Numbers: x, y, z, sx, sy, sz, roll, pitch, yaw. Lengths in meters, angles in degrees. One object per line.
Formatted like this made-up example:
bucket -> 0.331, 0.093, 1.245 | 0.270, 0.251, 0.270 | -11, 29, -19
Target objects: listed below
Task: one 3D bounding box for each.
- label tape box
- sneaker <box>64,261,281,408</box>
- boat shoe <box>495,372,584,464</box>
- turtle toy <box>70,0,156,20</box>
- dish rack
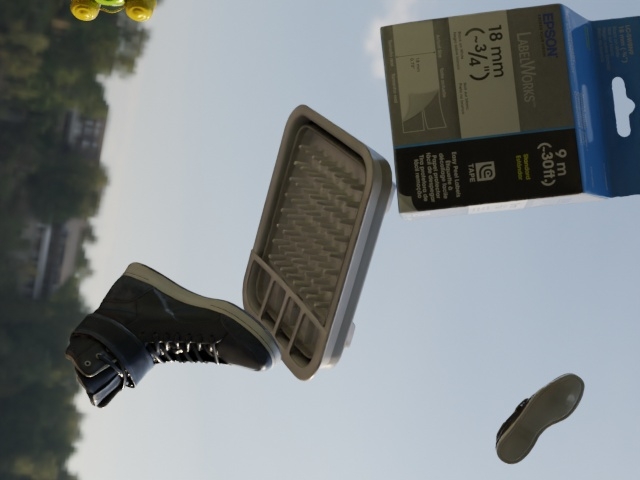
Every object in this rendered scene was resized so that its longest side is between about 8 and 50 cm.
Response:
label tape box -> 0.252, -0.163, 1.346 | 0.106, 0.334, 0.240 | 37, 48, -81
sneaker -> -0.170, 0.128, 1.175 | 0.163, 0.226, 0.086 | -50, 147, -34
boat shoe -> 0.235, 0.188, 1.171 | 0.125, 0.046, 0.038 | -54, -171, 13
turtle toy -> -0.188, -0.241, 0.920 | 0.066, 0.130, 0.095 | 81, 14, -58
dish rack -> 0.000, 0.000, 1.498 | 0.285, 0.072, 0.332 | 43, -58, 57
